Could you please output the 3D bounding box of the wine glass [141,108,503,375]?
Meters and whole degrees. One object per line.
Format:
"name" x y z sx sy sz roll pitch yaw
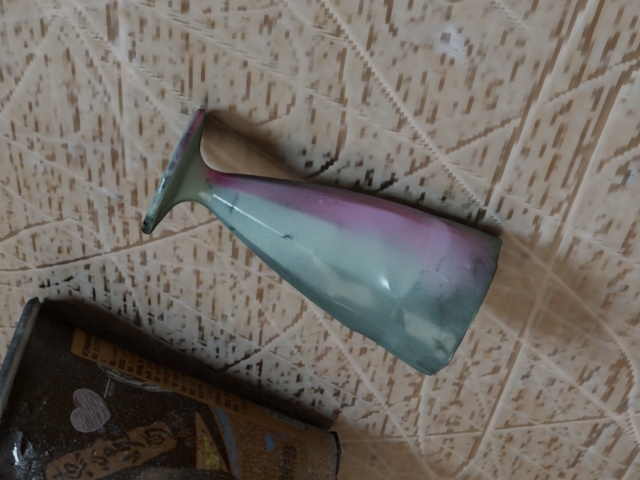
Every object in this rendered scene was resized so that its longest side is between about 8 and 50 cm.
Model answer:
"wine glass" 0.000 0.000 0.728 0.155 0.073 0.073 25 150 -5

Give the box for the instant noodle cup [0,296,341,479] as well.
"instant noodle cup" -0.111 0.165 0.942 0.207 0.217 0.217 18 151 -8
